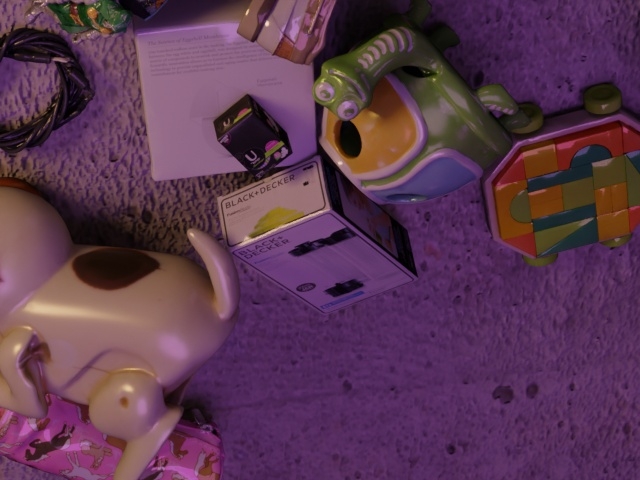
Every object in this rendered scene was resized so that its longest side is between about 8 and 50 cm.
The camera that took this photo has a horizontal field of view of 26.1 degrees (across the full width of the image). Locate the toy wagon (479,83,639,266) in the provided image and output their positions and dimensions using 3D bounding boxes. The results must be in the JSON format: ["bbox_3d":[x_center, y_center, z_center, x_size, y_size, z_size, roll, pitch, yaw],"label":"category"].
[{"bbox_3d":[0.410,-0.100,2.047,0.344,0.068,0.267,-14,127,0],"label":"toy wagon"}]

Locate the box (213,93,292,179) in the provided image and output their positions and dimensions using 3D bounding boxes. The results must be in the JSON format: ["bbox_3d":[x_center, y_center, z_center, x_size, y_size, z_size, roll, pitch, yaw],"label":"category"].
[{"bbox_3d":[-0.087,-0.132,1.769,0.062,0.052,0.083,-37,123,14],"label":"box"}]

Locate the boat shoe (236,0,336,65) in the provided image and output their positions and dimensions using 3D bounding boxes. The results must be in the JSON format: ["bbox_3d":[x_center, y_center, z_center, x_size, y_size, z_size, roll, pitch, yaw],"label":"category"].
[{"bbox_3d":[0.019,-0.353,1.678,0.103,0.113,0.302,32,91,-4],"label":"boat shoe"}]

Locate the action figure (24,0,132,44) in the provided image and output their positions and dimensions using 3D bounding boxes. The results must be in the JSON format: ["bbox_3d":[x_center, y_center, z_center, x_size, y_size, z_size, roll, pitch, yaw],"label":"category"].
[{"bbox_3d":[-0.302,-0.284,1.689,0.063,0.232,0.137,-55,132,-15],"label":"action figure"}]

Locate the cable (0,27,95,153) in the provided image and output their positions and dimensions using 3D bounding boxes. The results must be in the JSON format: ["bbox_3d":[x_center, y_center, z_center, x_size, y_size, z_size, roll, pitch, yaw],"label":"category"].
[{"bbox_3d":[-0.404,-0.196,1.836,0.184,0.047,0.150,-29,125,11],"label":"cable"}]

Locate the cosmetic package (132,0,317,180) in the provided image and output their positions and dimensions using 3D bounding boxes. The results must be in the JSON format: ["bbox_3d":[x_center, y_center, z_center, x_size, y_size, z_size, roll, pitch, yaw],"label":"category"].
[{"bbox_3d":[-0.126,-0.218,1.817,0.224,0.138,0.224,-7,128,-6],"label":"cosmetic package"}]

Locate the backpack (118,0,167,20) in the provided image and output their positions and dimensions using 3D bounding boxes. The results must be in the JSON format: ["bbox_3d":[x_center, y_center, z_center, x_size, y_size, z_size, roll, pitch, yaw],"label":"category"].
[{"bbox_3d":[-0.194,-0.388,1.667,0.188,0.166,0.144,-32,134,9],"label":"backpack"}]

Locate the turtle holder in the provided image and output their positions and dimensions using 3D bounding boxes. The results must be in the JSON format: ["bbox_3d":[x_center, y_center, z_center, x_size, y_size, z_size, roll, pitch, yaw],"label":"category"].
[{"bbox_3d":[0.118,-0.160,1.789,0.227,0.320,0.243,-41,93,10],"label":"turtle holder"}]

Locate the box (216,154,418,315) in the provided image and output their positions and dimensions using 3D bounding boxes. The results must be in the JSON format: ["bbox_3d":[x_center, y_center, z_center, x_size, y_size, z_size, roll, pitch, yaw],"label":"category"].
[{"bbox_3d":[0.000,0.000,1.944,0.169,0.087,0.290,-21,151,19],"label":"box"}]

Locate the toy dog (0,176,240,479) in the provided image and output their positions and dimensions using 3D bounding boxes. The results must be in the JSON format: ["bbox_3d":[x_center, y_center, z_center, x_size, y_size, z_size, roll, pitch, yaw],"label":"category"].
[{"bbox_3d":[-0.343,0.094,1.877,0.408,0.284,0.395,31,133,-6],"label":"toy dog"}]

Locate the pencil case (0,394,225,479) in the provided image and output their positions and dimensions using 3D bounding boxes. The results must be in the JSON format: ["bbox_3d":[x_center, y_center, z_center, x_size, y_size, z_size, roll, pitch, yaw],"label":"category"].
[{"bbox_3d":[-0.339,0.299,2.135,0.386,0.160,0.167,22,80,-23],"label":"pencil case"}]
